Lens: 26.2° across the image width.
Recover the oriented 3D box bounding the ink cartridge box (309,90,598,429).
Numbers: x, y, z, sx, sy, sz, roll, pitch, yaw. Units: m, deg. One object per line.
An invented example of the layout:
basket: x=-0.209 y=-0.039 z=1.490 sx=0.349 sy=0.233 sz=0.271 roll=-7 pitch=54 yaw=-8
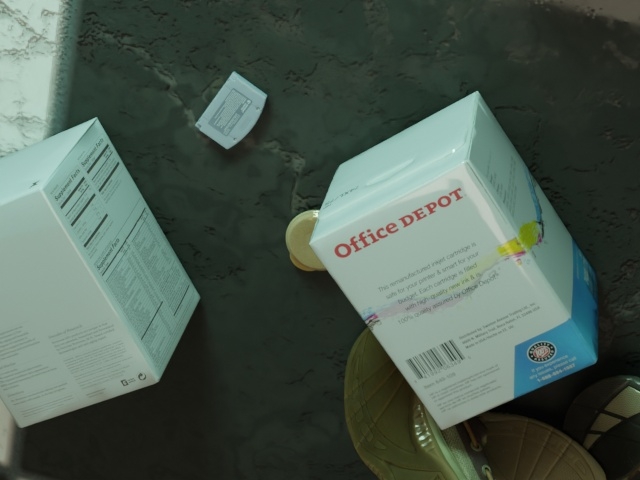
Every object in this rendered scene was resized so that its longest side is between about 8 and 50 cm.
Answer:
ink cartridge box: x=0.153 y=0.020 z=1.510 sx=0.198 sy=0.197 sz=0.270 roll=-27 pitch=110 yaw=23

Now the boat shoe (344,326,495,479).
boat shoe: x=0.132 y=0.239 z=1.590 sx=0.123 sy=0.342 sz=0.123 roll=20 pitch=120 yaw=-38

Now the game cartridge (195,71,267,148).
game cartridge: x=-0.099 y=-0.147 z=1.575 sx=0.056 sy=0.017 sz=0.083 roll=37 pitch=118 yaw=-6

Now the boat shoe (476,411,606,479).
boat shoe: x=0.208 y=0.268 z=1.675 sx=0.285 sy=0.103 sz=0.092 roll=17 pitch=143 yaw=20

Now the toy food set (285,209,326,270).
toy food set: x=0.000 y=0.000 z=1.630 sx=0.082 sy=0.020 sz=0.083 roll=-5 pitch=116 yaw=13

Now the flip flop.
flip flop: x=0.352 y=0.258 z=1.666 sx=0.112 sy=0.080 sz=0.277 roll=38 pitch=141 yaw=30

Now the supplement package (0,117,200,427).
supplement package: x=-0.305 y=0.037 z=1.605 sx=0.199 sy=0.198 sz=0.262 roll=-20 pitch=112 yaw=20
